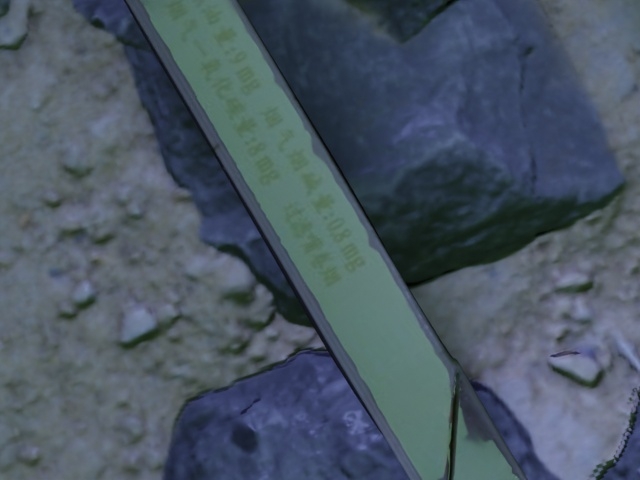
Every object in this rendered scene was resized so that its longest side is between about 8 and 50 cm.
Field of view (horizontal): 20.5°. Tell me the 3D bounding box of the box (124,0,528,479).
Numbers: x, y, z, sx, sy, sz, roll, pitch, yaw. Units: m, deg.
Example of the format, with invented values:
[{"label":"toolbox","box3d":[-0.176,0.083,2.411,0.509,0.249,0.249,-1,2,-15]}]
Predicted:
[{"label":"box","box3d":[0.001,0.000,0.889,0.051,0.204,0.365,-30,83,-1]}]
